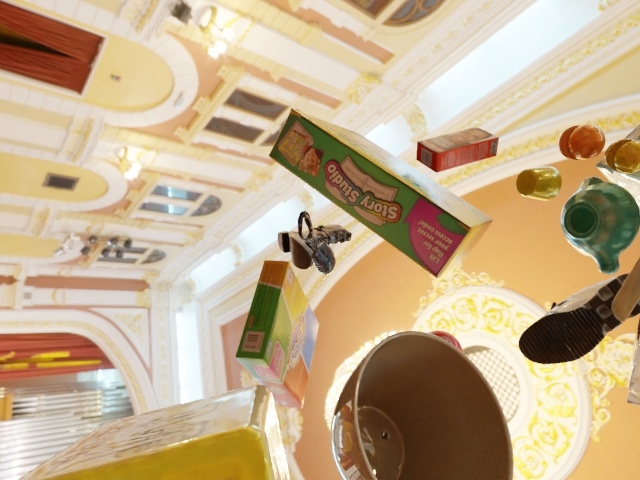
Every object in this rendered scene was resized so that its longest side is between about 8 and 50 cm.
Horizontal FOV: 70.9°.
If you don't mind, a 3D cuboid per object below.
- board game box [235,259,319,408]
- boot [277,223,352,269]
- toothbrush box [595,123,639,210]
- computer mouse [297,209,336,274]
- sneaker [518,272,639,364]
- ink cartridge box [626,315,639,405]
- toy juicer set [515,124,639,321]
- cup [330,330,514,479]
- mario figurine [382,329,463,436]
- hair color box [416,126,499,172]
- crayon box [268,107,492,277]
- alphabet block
[{"bbox_3d":[-0.089,0.235,1.087,0.064,0.317,0.242,1,-126,16],"label":"board game box"},{"bbox_3d":[0.000,0.000,1.452,0.263,0.228,0.091,-141,-135,-58],"label":"boot"},{"bbox_3d":[0.666,-0.078,0.766,0.126,0.216,0.295,-47,-165,12],"label":"toothbrush box"},{"bbox_3d":[-0.004,0.012,1.199,0.041,0.242,0.071,19,-119,35],"label":"computer mouse"},{"bbox_3d":[0.639,0.200,1.118,0.330,0.146,0.123,-30,-100,4],"label":"sneaker"},{"bbox_3d":[0.550,0.154,0.641,0.165,0.333,0.065,7,-131,31],"label":"ink cartridge box"},{"bbox_3d":[0.496,-0.058,0.761,0.209,0.089,0.329,-63,-142,44],"label":"toy juicer set"},{"bbox_3d":[0.148,0.368,0.844,0.237,0.330,0.331,-48,-131,47],"label":"cup"},{"bbox_3d":[0.229,0.360,1.059,0.321,0.198,0.170,-63,-149,6],"label":"mario figurine"},{"bbox_3d":[0.266,-0.179,0.876,0.072,0.141,0.043,-129,-152,-51],"label":"hair color box"},{"bbox_3d":[0.130,-0.096,0.853,0.362,0.313,0.106,37,-72,19],"label":"crayon box"},{"bbox_3d":[-0.119,0.251,0.384,0.197,0.193,0.193,118,-42,-79],"label":"alphabet block"}]
